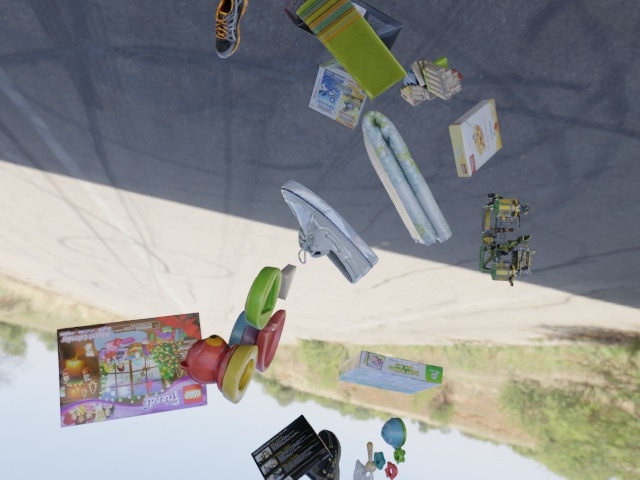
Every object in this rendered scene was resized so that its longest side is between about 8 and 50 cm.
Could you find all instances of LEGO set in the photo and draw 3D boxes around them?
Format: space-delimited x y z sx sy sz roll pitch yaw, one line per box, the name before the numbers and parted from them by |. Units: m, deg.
LEGO set | 0.679 0.000 1.905 0.192 0.331 0.255 2 172 1

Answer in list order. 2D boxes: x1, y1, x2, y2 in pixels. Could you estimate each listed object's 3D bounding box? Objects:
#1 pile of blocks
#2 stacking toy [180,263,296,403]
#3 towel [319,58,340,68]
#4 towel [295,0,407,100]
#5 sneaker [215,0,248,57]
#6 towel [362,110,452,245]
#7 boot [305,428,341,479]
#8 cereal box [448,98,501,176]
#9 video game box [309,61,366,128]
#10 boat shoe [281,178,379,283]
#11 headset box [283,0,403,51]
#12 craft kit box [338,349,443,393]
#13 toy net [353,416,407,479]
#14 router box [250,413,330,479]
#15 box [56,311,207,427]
pile of blocks | 0.376 -0.556 1.858 0.148 0.113 0.362 60 173 -15
stacking toy | -0.170 0.171 1.189 0.131 0.279 0.309 16 -175 9
towel | 0.076 -0.605 1.862 0.110 0.027 0.148 -17 -166 -31
towel | 0.063 -0.394 1.094 0.102 0.021 0.237 -26 119 39
sneaker | -0.300 -0.691 1.735 0.084 0.214 0.083 24 -158 21
towel | 0.224 -0.158 1.474 0.090 0.374 0.320 -29 179 4
boot | -0.024 0.620 1.633 0.178 0.085 0.236 45 -163 -19
cereal box | 0.498 -0.329 1.749 0.047 0.240 0.172 6 125 42
video game box | 0.071 -0.553 2.098 0.205 0.048 0.187 28 138 8
boat shoe | -0.003 -0.001 1.499 0.367 0.156 0.136 45 170 -31
headset box | 0.041 -0.528 1.292 0.218 0.110 0.293 20 -156 -21
craft kit box | 0.201 0.399 1.639 0.247 0.060 0.250 15 155 -6
toy net | 0.145 0.529 1.297 0.045 0.232 0.122 6 -146 -27
router box | -0.081 0.571 1.466 0.133 0.179 0.046 42 163 49
box | -0.396 0.270 1.166 0.294 0.200 0.057 -6 168 -11
